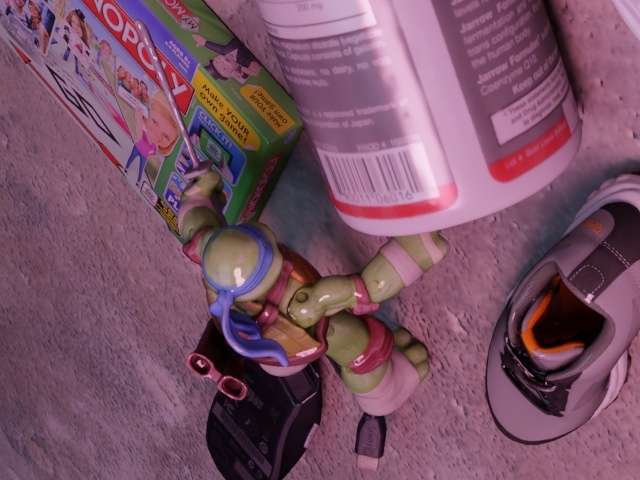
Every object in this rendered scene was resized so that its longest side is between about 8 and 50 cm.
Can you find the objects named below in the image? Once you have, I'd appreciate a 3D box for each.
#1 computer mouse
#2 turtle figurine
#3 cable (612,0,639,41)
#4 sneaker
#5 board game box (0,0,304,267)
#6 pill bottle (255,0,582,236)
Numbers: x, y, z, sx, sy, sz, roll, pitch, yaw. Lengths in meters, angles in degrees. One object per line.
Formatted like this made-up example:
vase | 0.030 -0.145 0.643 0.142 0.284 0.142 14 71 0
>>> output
computer mouse | -0.007 0.141 1.521 0.184 0.060 0.262 42 136 29
turtle figurine | 0.000 0.000 1.302 0.266 0.198 0.275 63 -162 -60
cable | 0.220 -0.183 0.852 0.257 0.089 0.257 52 150 5
sneaker | 0.152 0.060 1.165 0.100 0.108 0.271 44 149 15
board game box | -0.153 -0.146 1.455 0.317 0.046 0.213 48 150 12
pill bottle | 0.040 -0.160 1.055 0.161 0.161 0.283 8 125 52
